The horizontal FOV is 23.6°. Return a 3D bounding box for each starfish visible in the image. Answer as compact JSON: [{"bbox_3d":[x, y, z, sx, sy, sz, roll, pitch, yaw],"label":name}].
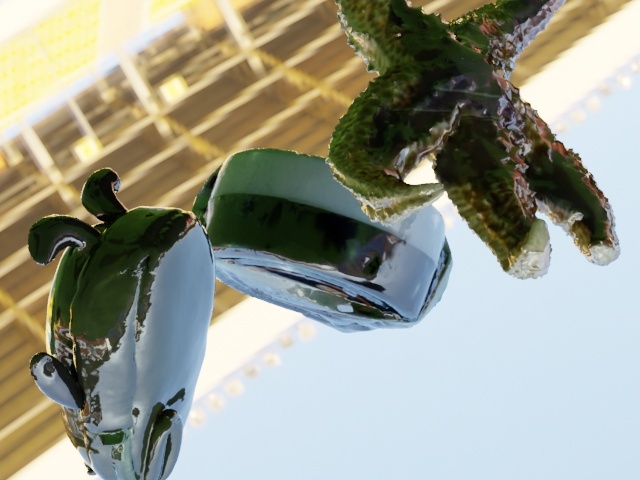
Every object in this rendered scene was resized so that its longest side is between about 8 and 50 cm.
[{"bbox_3d":[0.077,-0.080,0.801,0.216,0.238,0.071,-19,161,-42],"label":"starfish"}]

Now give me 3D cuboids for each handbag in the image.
[{"bbox_3d":[-0.064,0.039,0.497,0.047,0.111,0.072,13,-149,18],"label":"handbag"}]

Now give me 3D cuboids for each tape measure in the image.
[{"bbox_3d":[0.002,-0.001,1.102,0.181,0.182,0.107,-7,-118,56],"label":"tape measure"}]
